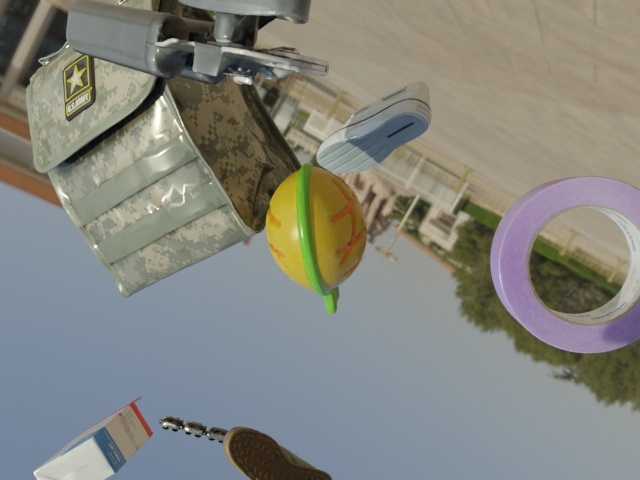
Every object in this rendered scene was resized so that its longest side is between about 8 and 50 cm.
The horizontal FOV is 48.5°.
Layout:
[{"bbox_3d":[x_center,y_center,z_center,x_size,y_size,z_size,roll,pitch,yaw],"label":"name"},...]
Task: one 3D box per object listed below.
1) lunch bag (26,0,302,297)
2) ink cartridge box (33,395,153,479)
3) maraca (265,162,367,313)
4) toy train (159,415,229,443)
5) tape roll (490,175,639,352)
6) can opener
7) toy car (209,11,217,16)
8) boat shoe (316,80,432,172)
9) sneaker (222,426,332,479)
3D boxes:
[{"bbox_3d":[-0.189,-0.115,0.791,0.287,0.235,0.169,60,-145,-10],"label":"lunch bag"},{"bbox_3d":[-0.400,0.379,1.302,0.078,0.134,0.231,58,-171,-1],"label":"ink cartridge box"},{"bbox_3d":[0.000,0.000,0.729,0.099,0.127,0.185,-2,149,11],"label":"maraca"},{"bbox_3d":[-0.259,0.386,1.462,0.158,0.027,0.036,8,-173,18],"label":"toy train"},{"bbox_3d":[0.416,0.035,1.132,0.275,0.275,0.090,30,-173,2],"label":"tape roll"},{"bbox_3d":[-0.100,-0.168,0.527,0.076,0.095,0.283,-3,-160,-43],"label":"can opener"},{"bbox_3d":[-0.149,-0.414,0.929,0.188,0.155,0.149,47,155,9],"label":"toy car"},{"bbox_3d":[0.087,-0.171,1.095,0.083,0.076,0.226,36,145,-31],"label":"boat shoe"},{"bbox_3d":[-0.076,0.326,1.035,0.192,0.064,0.086,36,158,-25],"label":"sneaker"}]
